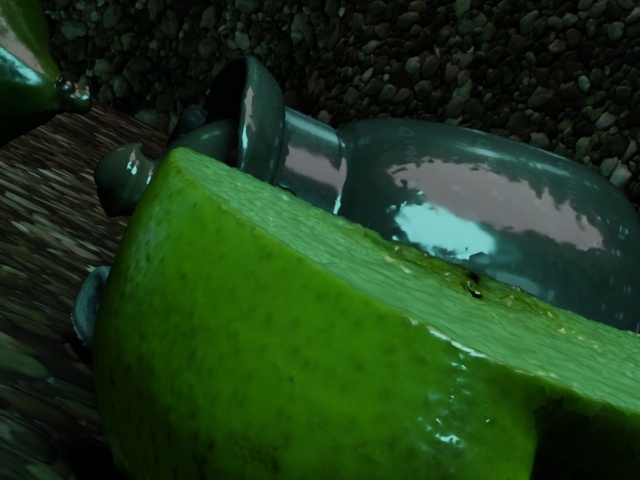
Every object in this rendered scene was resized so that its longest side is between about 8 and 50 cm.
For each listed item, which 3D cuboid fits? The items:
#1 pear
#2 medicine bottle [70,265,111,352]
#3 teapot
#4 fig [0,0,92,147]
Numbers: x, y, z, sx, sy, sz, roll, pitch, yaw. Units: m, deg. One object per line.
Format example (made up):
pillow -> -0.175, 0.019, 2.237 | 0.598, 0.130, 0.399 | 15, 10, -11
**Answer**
pear -> 0.035, 0.093, 0.760 | 0.292, 0.159, 0.292 | 24, 6, -3
medicine bottle -> -0.049, 0.078, 1.084 | 0.208, 0.053, 0.090 | 25, 8, -25
teapot -> 0.011, -0.010, 0.994 | 0.285, 0.223, 0.305 | 24, 44, -18
fig -> -0.281, -0.143, 1.342 | 0.245, 0.195, 0.195 | 18, -2, 35
